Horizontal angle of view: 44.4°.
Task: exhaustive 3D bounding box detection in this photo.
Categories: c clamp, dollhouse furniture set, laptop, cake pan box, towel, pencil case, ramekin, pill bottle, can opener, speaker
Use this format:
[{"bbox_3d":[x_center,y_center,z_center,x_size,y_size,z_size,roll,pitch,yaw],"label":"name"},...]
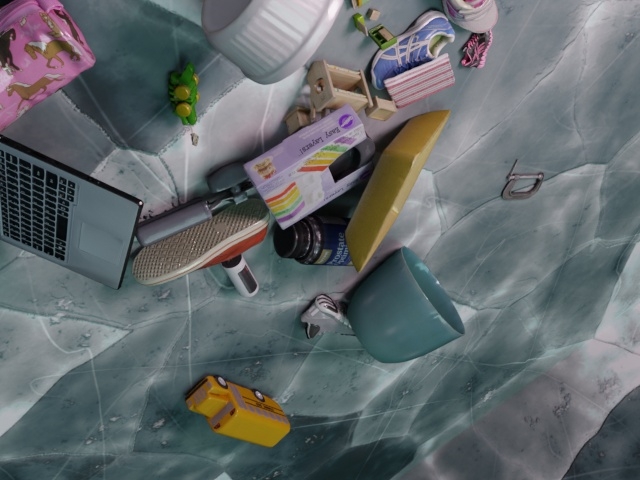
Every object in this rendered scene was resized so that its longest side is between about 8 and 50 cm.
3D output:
[{"bbox_3d":[0.584,-0.166,2.240,0.161,0.022,0.137,1,130,-36],"label":"c clamp"},{"bbox_3d":[0.035,-0.291,1.678,0.182,0.101,0.161,5,152,-40],"label":"dollhouse furniture set"},{"bbox_3d":[-0.553,0.020,1.315,0.408,0.236,0.382,25,150,-8],"label":"laptop"},{"bbox_3d":[-0.011,-0.154,1.676,0.267,0.070,0.245,-31,159,-3],"label":"cake pan box"},{"bbox_3d":[0.214,-0.345,1.690,0.144,0.029,0.197,-23,170,10],"label":"towel"},{"bbox_3d":[-0.542,-0.240,1.230,0.386,0.167,0.160,-35,111,0],"label":"pencil case"},{"bbox_3d":[-0.088,-0.407,1.309,0.127,0.273,0.273,25,114,-34],"label":"ramekin"},{"bbox_3d":[0.108,-0.454,1.556,0.076,0.058,0.151,-30,142,-7],"label":"dollhouse furniture set"},{"bbox_3d":[0.000,0.000,1.906,0.219,0.122,0.122,2,129,-38],"label":"pill bottle"},{"bbox_3d":[-0.271,-0.085,1.679,0.284,0.076,0.095,-24,109,-12],"label":"can opener"},{"bbox_3d":[-0.195,0.081,1.903,0.055,0.055,0.136,-30,141,-6],"label":"speaker"}]

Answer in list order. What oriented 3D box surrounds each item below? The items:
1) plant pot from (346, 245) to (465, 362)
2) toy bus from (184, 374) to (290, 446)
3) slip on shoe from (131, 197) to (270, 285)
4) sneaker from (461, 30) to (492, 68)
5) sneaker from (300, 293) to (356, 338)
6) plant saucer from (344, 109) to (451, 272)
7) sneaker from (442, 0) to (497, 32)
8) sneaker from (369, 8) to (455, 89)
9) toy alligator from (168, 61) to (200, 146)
[{"bbox_3d":[0.216,0.199,2.160,0.235,0.293,0.293,-36,143,15],"label":"plant pot"},{"bbox_3d":[-0.234,0.494,2.248,0.108,0.130,0.333,-43,142,10],"label":"toy bus"},{"bbox_3d":[-0.259,0.018,1.747,0.331,0.123,0.101,-27,146,-17],"label":"slip on shoe"},{"bbox_3d":[0.348,-0.439,1.767,0.057,0.047,0.119,-8,135,-14],"label":"sneaker"},{"bbox_3d":[0.025,0.240,2.222,0.132,0.086,0.229,-41,132,15],"label":"sneaker"},{"bbox_3d":[0.166,-0.133,1.818,0.333,0.081,0.332,-51,167,-56],"label":"plant saucer"},{"bbox_3d":[0.304,-0.498,1.611,0.103,0.111,0.252,-45,141,13],"label":"sneaker"},{"bbox_3d":[0.192,-0.396,1.661,0.211,0.081,0.080,-43,143,13],"label":"sneaker"},{"bbox_3d":[-0.264,-0.260,1.500,0.051,0.056,0.189,14,136,8],"label":"toy alligator"}]
